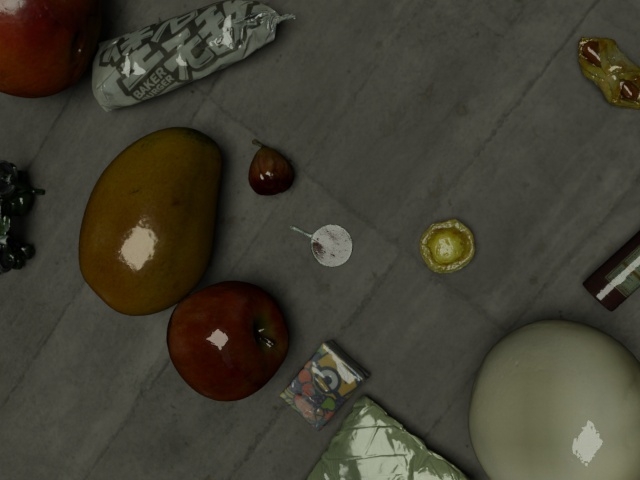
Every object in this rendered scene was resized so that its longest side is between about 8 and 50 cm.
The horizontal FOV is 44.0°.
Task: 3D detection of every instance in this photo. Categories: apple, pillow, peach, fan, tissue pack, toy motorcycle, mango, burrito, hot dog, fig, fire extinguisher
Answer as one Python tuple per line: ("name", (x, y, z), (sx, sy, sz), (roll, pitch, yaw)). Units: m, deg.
("apple", (-0.183, 0.188, 1.507), (0.229, 0.230, 0.230), (1, 95, 16))
("pillow", (0.120, 0.483, 1.518), (0.280, 0.076, 0.274), (35, 101, 16))
("peach", (-0.583, -0.448, 1.513), (0.372, 0.290, 0.373), (5, 100, 31))
("fan", (0.000, 0.000, 1.542), (0.133, 0.005, 0.085), (26, 102, 11))
("tissue pack", (0.008, 0.280, 1.536), (0.108, 0.060, 0.148), (41, 105, 9))
("toy motorcycle", (-0.712, -0.043, 1.684), (0.205, 0.127, 0.275), (8, 104, 16))
("mango", (-0.321, -0.042, 1.524), (0.263, 0.221, 0.378), (24, 91, 17))
("burrito", (-0.252, -0.376, 1.531), (0.445, 0.101, 0.139), (-17, 83, 19))
("hot dog", (0.498, -0.284, 1.347), (0.169, 0.061, 0.078), (46, 106, 8))
("fig", (-0.101, -0.150, 1.526), (0.088, 0.089, 0.125), (-21, 69, 16))
("fire extinguisher", (0.567, 0.028, 1.359), (0.099, 0.071, 0.231), (40, 104, -20))

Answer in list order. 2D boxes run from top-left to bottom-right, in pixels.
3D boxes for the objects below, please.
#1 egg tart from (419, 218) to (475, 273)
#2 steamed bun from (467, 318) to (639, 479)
("egg tart", (0.235, 0.011, 1.459), (0.105, 0.039, 0.105), (1, 95, 16))
("steamed bun", (0.383, 0.286, 1.295), (0.324, 0.206, 0.324), (-21, 60, 43))
